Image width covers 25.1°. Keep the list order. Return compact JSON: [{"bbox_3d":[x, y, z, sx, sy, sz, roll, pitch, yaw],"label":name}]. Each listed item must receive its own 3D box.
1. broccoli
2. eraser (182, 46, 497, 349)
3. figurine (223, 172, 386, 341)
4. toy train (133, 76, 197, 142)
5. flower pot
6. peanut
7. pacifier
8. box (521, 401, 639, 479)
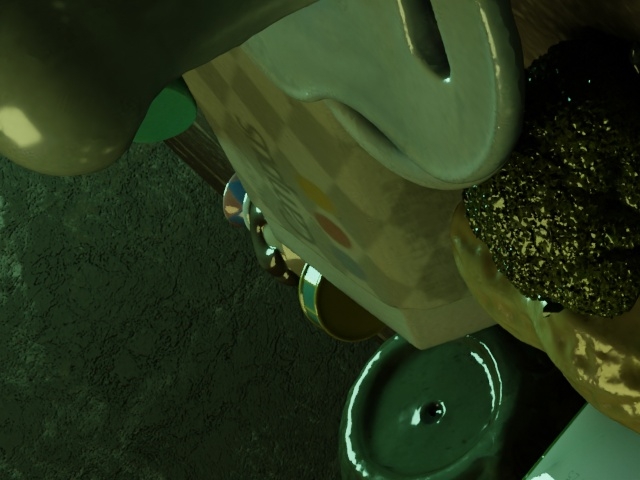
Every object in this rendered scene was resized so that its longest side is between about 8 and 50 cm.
[{"bbox_3d":[0.125,-0.028,0.674,0.120,0.131,0.130,2,174,-20],"label":"broccoli"},{"bbox_3d":[0.005,-0.076,0.944,0.213,0.082,0.397,37,165,31],"label":"eraser"},{"bbox_3d":[0.007,-0.006,1.421,0.161,0.158,0.275,54,169,-27],"label":"figurine"},{"bbox_3d":[-0.151,-0.186,1.020,0.159,0.101,0.248,40,-148,-65],"label":"toy train"},{"bbox_3d":[0.173,0.223,1.495,0.302,0.302,0.213,35,172,48],"label":"flower pot"},{"bbox_3d":[0.162,0.028,0.821,0.123,0.123,0.257,45,175,-40],"label":"peanut"},{"bbox_3d":[-0.043,-0.096,0.604,0.287,0.226,0.238,40,155,50],"label":"pacifier"},{"bbox_3d":[0.263,0.171,0.931,0.148,0.177,0.195,42,175,-21],"label":"box"}]
